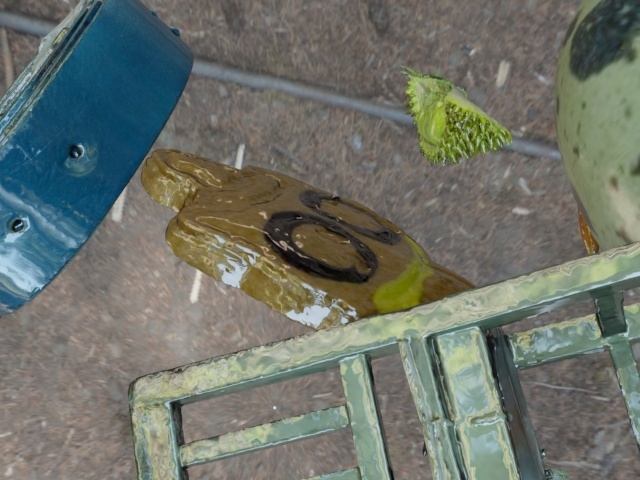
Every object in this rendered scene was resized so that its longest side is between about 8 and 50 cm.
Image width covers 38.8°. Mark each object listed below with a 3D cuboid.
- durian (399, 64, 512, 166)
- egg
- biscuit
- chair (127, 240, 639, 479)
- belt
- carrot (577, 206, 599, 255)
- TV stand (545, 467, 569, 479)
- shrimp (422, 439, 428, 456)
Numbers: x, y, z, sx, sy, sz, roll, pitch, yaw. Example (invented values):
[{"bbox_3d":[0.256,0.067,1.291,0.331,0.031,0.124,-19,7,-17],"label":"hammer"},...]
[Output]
[{"bbox_3d":[0.246,-0.231,1.633,0.158,0.352,0.169,-15,107,0],"label":"durian"},{"bbox_3d":[0.340,-0.084,0.731,0.288,0.287,0.379,-27,63,-7],"label":"egg"},{"bbox_3d":[0.000,0.000,0.662,0.290,0.208,0.041,27,110,6],"label":"biscuit"},{"bbox_3d":[0.072,0.103,0.416,0.271,0.147,0.136,-18,69,14],"label":"chair"},{"bbox_3d":[-0.330,-0.125,1.121,0.173,0.300,0.436,43,58,-24],"label":"belt"},{"bbox_3d":[0.267,-0.055,0.891,0.035,0.035,0.142,2,92,-3],"label":"carrot"},{"bbox_3d":[0.125,0.233,0.620,0.083,0.269,0.088,5,59,16],"label":"TV stand"},{"bbox_3d":[0.225,0.236,1.441,0.066,0.117,0.262,18,64,18],"label":"shrimp"}]
